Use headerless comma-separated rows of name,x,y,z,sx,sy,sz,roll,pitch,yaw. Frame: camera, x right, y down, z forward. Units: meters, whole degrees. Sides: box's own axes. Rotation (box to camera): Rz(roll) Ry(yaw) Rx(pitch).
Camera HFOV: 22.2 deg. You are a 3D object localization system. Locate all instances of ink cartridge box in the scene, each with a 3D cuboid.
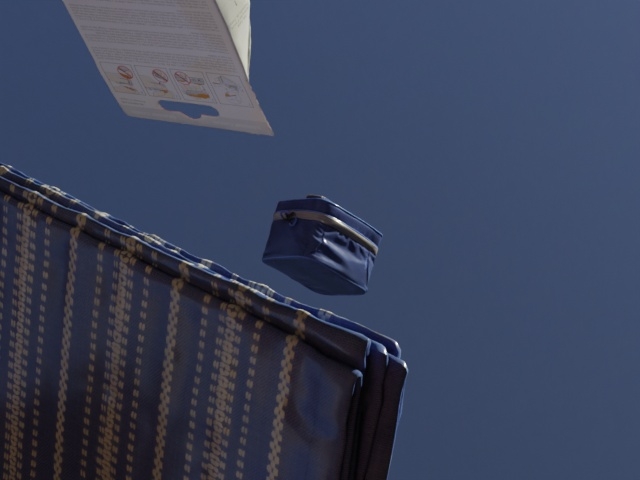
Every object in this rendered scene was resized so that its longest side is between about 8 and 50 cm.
ink cartridge box,-0.113,-0.160,1.216,0.145,0.179,0.045,10,-124,29

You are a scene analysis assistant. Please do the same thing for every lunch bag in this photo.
lunch bag,0.000,0.000,1.377,0.067,0.098,0.065,-2,-115,43

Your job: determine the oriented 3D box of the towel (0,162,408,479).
towel,-0.105,0.099,0.852,0.336,0.040,0.243,24,-62,34
